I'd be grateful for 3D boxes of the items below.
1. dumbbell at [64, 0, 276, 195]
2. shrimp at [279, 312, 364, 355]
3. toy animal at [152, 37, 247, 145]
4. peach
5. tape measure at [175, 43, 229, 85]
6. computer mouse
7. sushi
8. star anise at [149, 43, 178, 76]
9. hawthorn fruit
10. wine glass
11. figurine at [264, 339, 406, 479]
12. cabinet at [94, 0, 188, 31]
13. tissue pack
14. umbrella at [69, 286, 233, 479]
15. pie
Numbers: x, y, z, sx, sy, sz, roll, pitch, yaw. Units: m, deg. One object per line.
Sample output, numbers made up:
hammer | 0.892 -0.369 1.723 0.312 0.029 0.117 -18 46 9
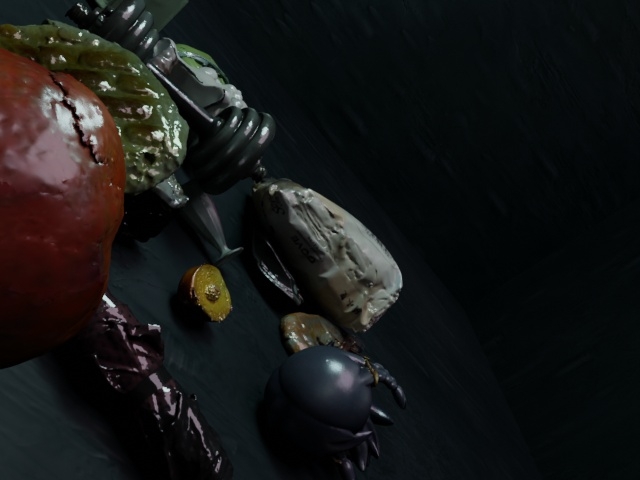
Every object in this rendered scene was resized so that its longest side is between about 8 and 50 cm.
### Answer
dumbbell | -0.241 -0.234 1.103 0.406 0.179 0.179 41 18 -25
shrimp | 0.023 0.231 1.371 0.317 0.062 0.164 25 36 -56
toy animal | -0.256 -0.269 1.409 0.249 0.174 0.289 49 10 36
peach | -0.183 0.086 1.016 0.098 0.061 0.098 39 42 -48
tape measure | -0.314 -0.421 1.702 0.175 0.106 0.200 54 15 13
computer mouse | -0.101 0.055 1.354 0.192 0.062 0.106 61 0 6
sushi | -0.297 -0.102 0.971 0.212 0.115 0.147 55 10 7
star anise | -0.338 -0.284 1.217 0.229 0.093 0.236 50 46 -8
hawthorn fruit | -0.311 -0.036 0.500 0.307 0.276 0.276 13 40 -43
wine glass | -0.205 -0.032 1.205 0.155 0.073 0.073 57 14 3
figurine | 0.023 0.268 1.070 0.175 0.197 0.265 20 -1 30
cabinet | -0.450 -0.598 1.576 0.145 0.150 0.206 52 13 10
tissue pack | 0.000 0.000 1.498 0.375 0.195 0.390 50 -2 -10
umbrella | -0.208 0.146 0.734 0.090 0.094 0.326 -36 92 -32
pie | -0.321 -0.172 0.856 0.306 0.071 0.306 14 49 -17
